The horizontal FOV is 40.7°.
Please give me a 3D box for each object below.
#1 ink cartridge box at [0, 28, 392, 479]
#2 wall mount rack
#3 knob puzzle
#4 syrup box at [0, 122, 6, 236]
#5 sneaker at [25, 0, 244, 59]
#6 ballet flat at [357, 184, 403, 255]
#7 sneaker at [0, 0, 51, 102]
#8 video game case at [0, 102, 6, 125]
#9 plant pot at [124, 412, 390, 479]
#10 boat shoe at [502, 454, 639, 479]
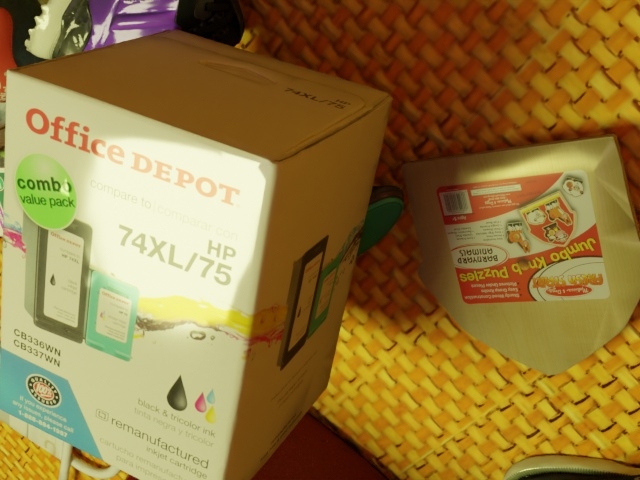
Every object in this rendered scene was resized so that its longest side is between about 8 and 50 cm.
[{"bbox_3d":[-0.093,0.008,0.638,0.198,0.197,0.270,20,117,18],"label":"ink cartridge box"},{"bbox_3d":[-0.407,0.181,1.055,0.350,0.130,0.304,27,124,17],"label":"wall mount rack"},{"bbox_3d":[0.169,0.016,0.689,0.213,0.030,0.213,13,118,25],"label":"knob puzzle"},{"bbox_3d":[-0.237,-0.060,0.843,0.237,0.096,0.093,3,117,24],"label":"syrup box"},{"bbox_3d":[-0.110,-0.227,0.706,0.146,0.102,0.293,37,122,-11],"label":"sneaker"},{"bbox_3d":[0.000,0.000,0.762,0.074,0.074,0.203,43,133,7],"label":"ballet flat"},{"bbox_3d":[-0.380,-0.260,0.803,0.350,0.148,0.131,43,127,13],"label":"sneaker"},{"bbox_3d":[-0.292,-0.140,0.901,0.119,0.015,0.166,45,128,5],"label":"video game case"},{"bbox_3d":[-0.071,0.320,0.853,0.236,0.267,0.267,19,122,7],"label":"plant pot"},{"bbox_3d":[0.288,0.234,0.670,0.340,0.113,0.127,-4,110,32],"label":"boat shoe"}]
